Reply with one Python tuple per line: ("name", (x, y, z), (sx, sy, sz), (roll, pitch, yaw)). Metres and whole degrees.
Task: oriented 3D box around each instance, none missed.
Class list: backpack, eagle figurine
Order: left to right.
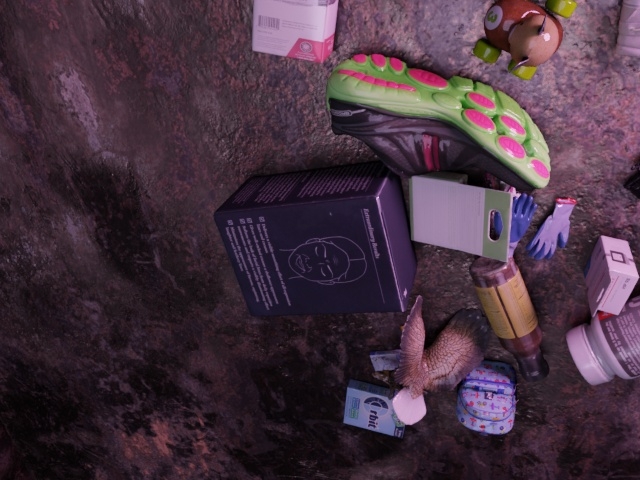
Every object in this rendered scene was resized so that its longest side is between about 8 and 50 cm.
("eagle figurine", (0.261, 0.295, 1.441), (0.225, 0.226, 0.298), (46, 131, 13))
("backpack", (0.429, 0.407, 1.455), (0.158, 0.173, 0.116), (8, 122, 15))

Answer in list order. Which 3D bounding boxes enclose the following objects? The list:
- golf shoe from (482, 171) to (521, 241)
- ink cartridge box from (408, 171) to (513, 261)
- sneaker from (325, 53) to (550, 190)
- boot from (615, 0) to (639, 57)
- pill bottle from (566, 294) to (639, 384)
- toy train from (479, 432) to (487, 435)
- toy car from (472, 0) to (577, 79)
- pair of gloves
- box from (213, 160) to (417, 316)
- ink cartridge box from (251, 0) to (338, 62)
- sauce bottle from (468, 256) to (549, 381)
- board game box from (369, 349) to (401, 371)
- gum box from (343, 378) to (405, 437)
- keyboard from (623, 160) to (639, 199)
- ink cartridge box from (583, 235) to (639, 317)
("golf shoe", (0.403, -0.071, 1.236), (0.086, 0.067, 0.186), (-10, 127, 0))
("ink cartridge box", (0.310, -0.059, 1.243), (0.235, 0.056, 0.171), (13, 125, 32))
("sneaker", (0.239, -0.223, 1.164), (0.483, 0.185, 0.202), (25, 143, 7))
("boot", (0.652, -0.368, 0.967), (0.258, 0.095, 0.123), (12, 130, 22))
("pill bottle", (0.710, 0.209, 1.246), (0.283, 0.161, 0.161), (-32, 106, 32))
("toy train", (0.470, 0.494, 1.577), (0.027, 0.036, 0.158), (10, 123, 13))
("toy car", (0.360, -0.363, 1.000), (0.149, 0.188, 0.155), (27, 125, 2))
("pair of gloves", (0.460, -0.027, 1.230), (0.198, 0.023, 0.159), (4, 117, -15))
("box", (0.000, 0.000, 1.333), (0.396, 0.212, 0.293), (-4, 118, 22))
("ink cartridge box", (-0.048, -0.486, 1.125), (0.159, 0.092, 0.217), (14, 125, 10))
("sauce bottle", (0.461, 0.191, 1.351), (0.111, 0.111, 0.344), (-16, 114, 26))
("board game box", (0.196, 0.352, 1.595), (0.090, 0.020, 0.090), (-9, 116, 24))
("gum box", (0.167, 0.504, 1.685), (0.185, 0.041, 0.156), (11, 123, 11))
("keyboard", (0.692, -0.163, 1.111), (0.100, 0.038, 0.192), (27, 127, -27))
("ink cartridge box", (0.612, 0.081, 1.189), (0.060, 0.180, 0.104), (15, 124, 10))
